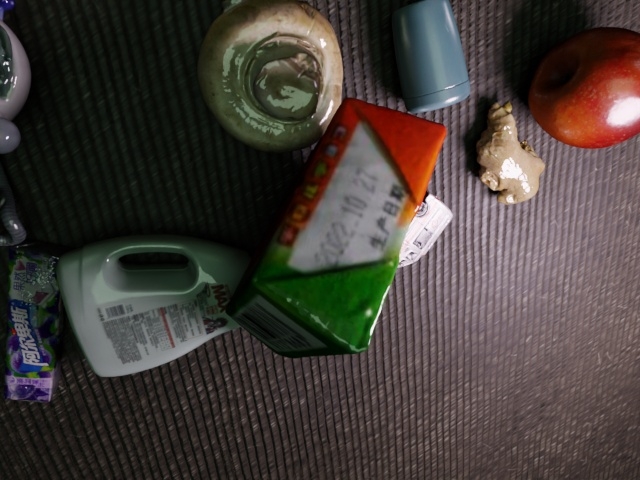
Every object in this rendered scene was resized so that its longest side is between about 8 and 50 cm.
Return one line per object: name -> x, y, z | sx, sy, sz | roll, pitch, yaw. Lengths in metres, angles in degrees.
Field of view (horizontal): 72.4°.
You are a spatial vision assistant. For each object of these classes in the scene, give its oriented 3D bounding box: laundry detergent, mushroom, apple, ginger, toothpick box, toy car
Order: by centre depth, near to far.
mushroom -> -0.078, -0.267, 0.708 | 0.254, 0.184, 0.255 | -5, 124, -8
toothpick box -> 0.195, -0.335, 0.787 | 0.120, 0.120, 0.184 | -20, 109, -7
laundry detergent -> -0.242, 0.094, 0.823 | 0.397, 0.125, 0.264 | -13, 115, -11
apple -> 0.526, -0.287, 0.838 | 0.201, 0.218, 0.218 | 18, 104, -21
toy car -> 0.177, -0.008, 0.916 | 0.108, 0.089, 0.210 | 33, 95, -28
ginger -> 0.385, -0.175, 0.918 | 0.137, 0.074, 0.213 | -45, 118, -6

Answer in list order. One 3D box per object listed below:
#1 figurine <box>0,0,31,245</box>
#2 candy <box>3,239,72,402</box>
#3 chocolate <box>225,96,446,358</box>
figurine -> -0.542, -0.176, 0.620 | 0.261, 0.186, 0.382 | 23, 108, -10
candy -> -0.522, 0.154, 0.805 | 0.088, 0.061, 0.313 | 9, 106, -15
chocolate -> 0.000, 0.000, 0.689 | 0.161, 0.360, 0.341 | 28, 68, -9
